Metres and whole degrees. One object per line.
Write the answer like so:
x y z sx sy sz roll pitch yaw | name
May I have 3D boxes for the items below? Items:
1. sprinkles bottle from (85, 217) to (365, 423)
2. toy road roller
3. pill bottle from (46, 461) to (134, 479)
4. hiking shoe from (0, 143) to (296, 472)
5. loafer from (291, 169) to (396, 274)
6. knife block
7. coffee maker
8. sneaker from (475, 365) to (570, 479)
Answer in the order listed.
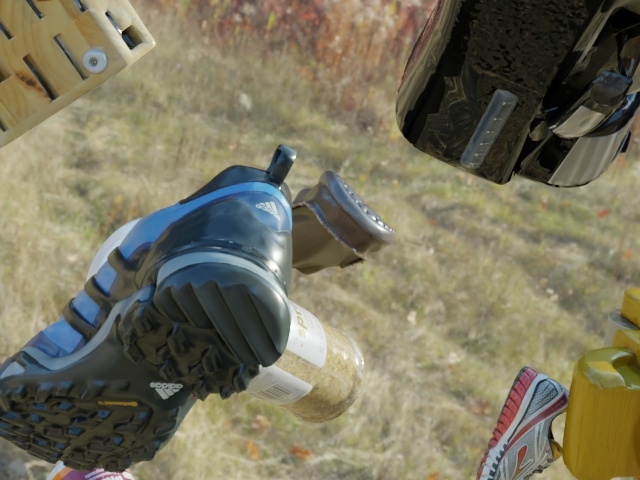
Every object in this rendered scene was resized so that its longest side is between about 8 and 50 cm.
-0.088 0.098 1.020 0.121 0.121 0.355 29 -5 41 | sprinkles bottle
0.402 0.196 1.194 0.241 0.202 0.329 2 15 -11 | toy road roller
-0.299 0.413 1.357 0.121 0.121 0.221 2 39 -46 | pill bottle
-0.117 0.060 0.628 0.113 0.304 0.132 41 41 -25 | hiking shoe
0.000 0.000 1.335 0.134 0.130 0.366 45 -9 -4 | loafer
-0.235 -0.120 0.661 0.088 0.276 0.242 56 13 -20 | knife block
0.093 -0.117 0.432 0.171 0.120 0.178 45 -19 10 | coffee maker
0.261 0.282 1.232 0.093 0.225 0.088 22 8 14 | sneaker
